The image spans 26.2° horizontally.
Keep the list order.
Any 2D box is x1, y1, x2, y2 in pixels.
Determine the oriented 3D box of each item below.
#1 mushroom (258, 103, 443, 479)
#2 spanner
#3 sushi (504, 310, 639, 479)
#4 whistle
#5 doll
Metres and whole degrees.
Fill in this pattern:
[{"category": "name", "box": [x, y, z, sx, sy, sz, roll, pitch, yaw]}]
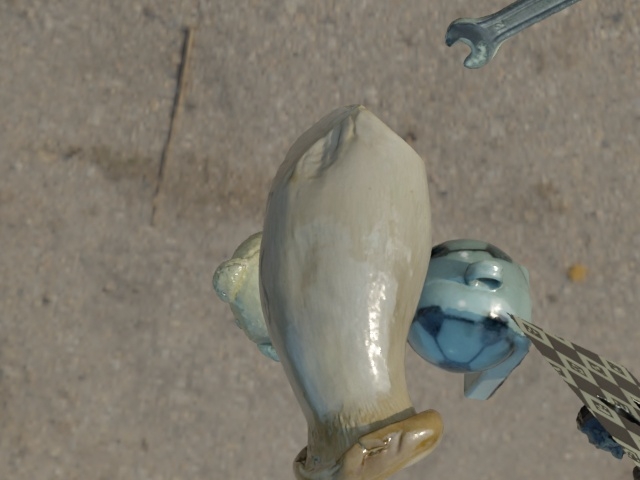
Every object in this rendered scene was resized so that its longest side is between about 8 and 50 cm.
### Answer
[{"category": "mushroom", "box": [0.017, 0.030, 0.737, 0.097, 0.212, 0.088, -8, 160, 10]}, {"category": "spanner", "box": [0.273, -0.273, 1.486, 0.302, 0.017, 0.071, -28, 110, 19]}, {"category": "sushi", "box": [0.297, 0.188, 1.355, 0.192, 0.279, 0.043, 25, 107, -31]}, {"category": "whistle", "box": [0.157, 0.088, 1.564, 0.163, 0.163, 0.290, 8, 154, -5]}, {"category": "doll", "box": [0.001, 0.001, 1.637, 0.278, 0.149, 0.175, -37, 125, -2]}]
